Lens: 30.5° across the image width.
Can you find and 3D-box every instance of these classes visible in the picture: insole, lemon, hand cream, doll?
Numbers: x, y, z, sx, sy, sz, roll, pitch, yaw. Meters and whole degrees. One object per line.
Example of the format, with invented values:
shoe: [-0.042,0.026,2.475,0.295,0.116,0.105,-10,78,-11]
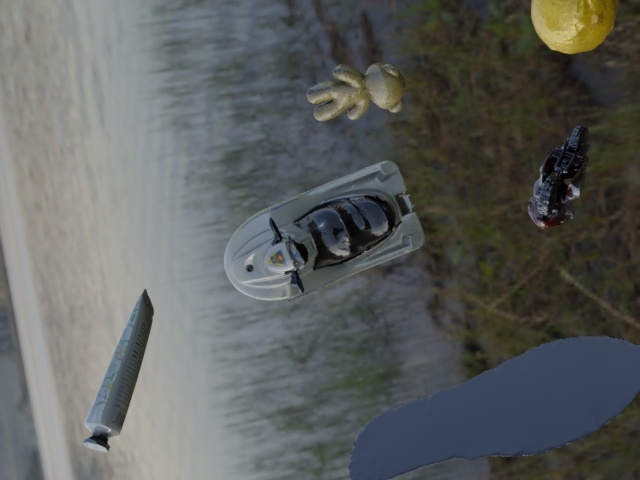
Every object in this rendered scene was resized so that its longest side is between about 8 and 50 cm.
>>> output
insole: [0.137,0.147,0.984,0.322,0.007,0.109,-27,34,41]
lemon: [0.332,-0.307,1.533,0.155,0.114,0.114,65,-171,-72]
hand cream: [-0.234,0.154,1.388,0.067,0.042,0.195,76,-154,-59]
doll: [0.036,-0.146,1.159,0.051,0.093,0.062,-120,7,-58]

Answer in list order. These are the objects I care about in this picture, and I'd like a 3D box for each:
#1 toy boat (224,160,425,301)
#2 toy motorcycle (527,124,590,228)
toy boat: [0.004,-0.002,1.592,0.141,0.269,0.141,61,167,25]
toy motorcycle: [0.413,-0.100,2.005,0.082,0.213,0.122,24,140,15]
